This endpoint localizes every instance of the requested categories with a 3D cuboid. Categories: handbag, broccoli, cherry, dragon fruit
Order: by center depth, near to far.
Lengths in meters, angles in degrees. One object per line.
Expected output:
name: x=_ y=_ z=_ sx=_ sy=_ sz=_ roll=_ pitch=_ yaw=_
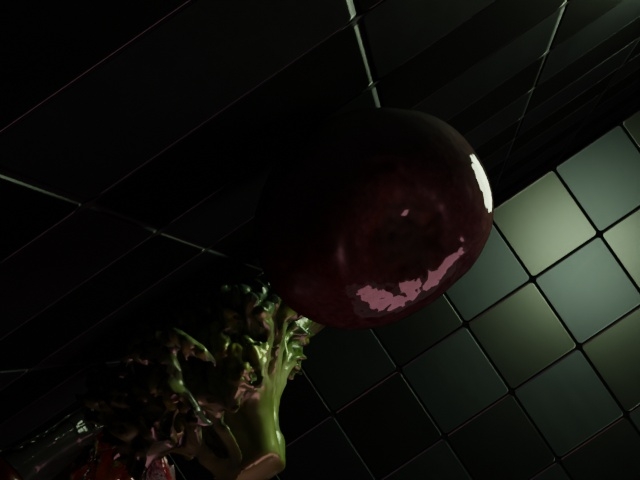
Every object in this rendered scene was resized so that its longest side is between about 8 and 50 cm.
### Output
cherry: x=0.039 y=-0.030 z=1.216 sx=0.239 sy=0.206 sz=0.239 roll=-25 pitch=-150 yaw=15
broccoli: x=-0.152 y=0.177 z=1.672 sx=0.334 sy=0.272 sz=0.324 roll=-26 pitch=133 yaw=-9
handbag: x=-0.478 y=0.380 z=2.085 sx=0.223 sy=0.080 sz=0.247 roll=-29 pitch=173 yaw=-37
dragon fruit: x=-0.440 y=0.487 z=2.394 sx=0.291 sy=0.250 sz=0.269 roll=-20 pitch=172 yaw=17

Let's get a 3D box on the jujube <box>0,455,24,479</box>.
jujube: x=-0.459 y=0.347 z=1.469 sx=0.232 sy=0.213 sz=0.213 roll=-39 pitch=172 yaw=25

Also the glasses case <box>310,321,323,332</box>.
glasses case: x=-0.084 y=0.165 z=2.370 sx=0.156 sy=0.098 sz=0.425 roll=-33 pitch=174 yaw=16
